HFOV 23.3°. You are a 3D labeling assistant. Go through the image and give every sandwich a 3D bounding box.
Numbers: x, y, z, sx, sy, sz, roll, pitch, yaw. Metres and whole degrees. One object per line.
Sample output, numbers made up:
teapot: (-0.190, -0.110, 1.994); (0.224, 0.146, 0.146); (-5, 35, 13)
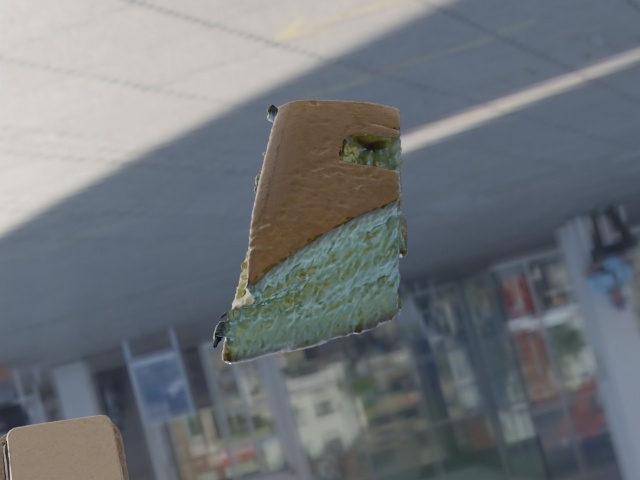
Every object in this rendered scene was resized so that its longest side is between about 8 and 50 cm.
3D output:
sandwich: (0.000, 0.000, 1.142); (0.128, 0.122, 0.236); (4, -144, 4)

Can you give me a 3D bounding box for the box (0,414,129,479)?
box: (-0.168, 0.176, 1.035); (0.089, 0.122, 0.062); (-6, 158, -14)
